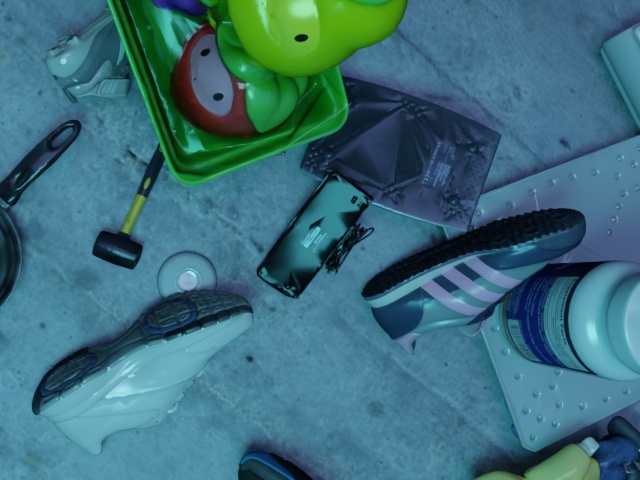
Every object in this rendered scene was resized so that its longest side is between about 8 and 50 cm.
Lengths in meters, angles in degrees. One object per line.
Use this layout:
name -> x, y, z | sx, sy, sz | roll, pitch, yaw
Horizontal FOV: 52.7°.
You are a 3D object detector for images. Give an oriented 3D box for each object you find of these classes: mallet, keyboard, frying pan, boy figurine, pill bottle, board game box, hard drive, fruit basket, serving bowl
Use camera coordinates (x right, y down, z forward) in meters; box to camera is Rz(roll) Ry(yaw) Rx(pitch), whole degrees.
mallet -> -0.240, -0.050, 0.887 | 0.062, 0.039, 0.189 | 30, 76, -10
keyboard -> 0.000, 0.000, 0.923 | 0.100, 0.038, 0.192 | 37, 102, -3
frying pan -> -0.459, -0.037, 0.823 | 0.197, 0.053, 0.326 | 21, 80, -11
boy figurine -> 0.347, 0.360, 0.951 | 0.285, 0.092, 0.177 | -14, 132, -18
pill bottle -> 0.364, 0.103, 0.850 | 0.153, 0.265, 0.153 | 1, 87, -14
board game box -> 0.413, 0.074, 1.026 | 0.390, 0.050, 0.389 | -21, 91, -13
hard drive -> 0.114, -0.123, 0.940 | 0.255, 0.054, 0.171 | 20, 82, 3
fruit basket -> -0.084, -0.261, 0.724 | 0.283, 0.392, 0.391 | -23, 92, -15
serving bowl -> -0.184, 0.056, 0.895 | 0.084, 0.027, 0.083 | 1, 86, -14

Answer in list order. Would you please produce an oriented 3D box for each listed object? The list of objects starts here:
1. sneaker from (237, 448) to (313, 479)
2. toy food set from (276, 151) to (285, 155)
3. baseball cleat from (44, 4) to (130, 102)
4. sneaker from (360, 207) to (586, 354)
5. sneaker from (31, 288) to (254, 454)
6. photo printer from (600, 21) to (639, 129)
sneaker -> -0.007, 0.431, 0.867 | 0.140, 0.125, 0.341 | -42, 94, -8
toy food set -> -0.056, -0.164, 0.945 | 0.122, 0.019, 0.077 | -20, 92, -21
baseball cleat -> -0.274, -0.263, 0.880 | 0.206, 0.072, 0.109 | -44, 130, -24
sneaker -> 0.225, 0.060, 0.906 | 0.319, 0.112, 0.131 | -23, 105, 23
sneaker -> -0.216, 0.167, 0.849 | 0.297, 0.111, 0.129 | -29, 117, -3
photo printer -> 0.640, -0.249, 1.069 | 0.256, 0.107, 0.307 | -29, 93, -13
